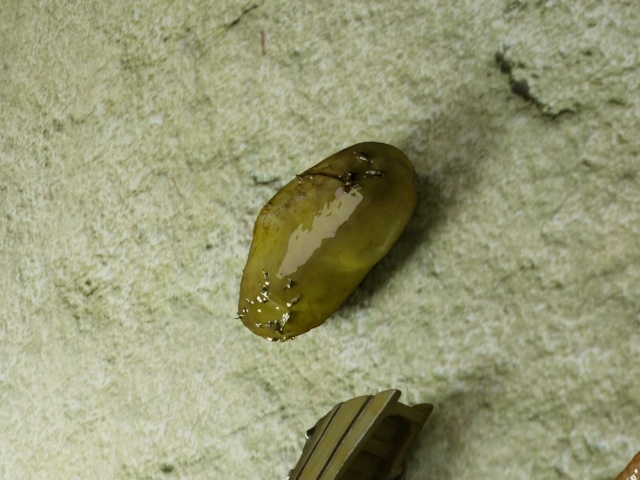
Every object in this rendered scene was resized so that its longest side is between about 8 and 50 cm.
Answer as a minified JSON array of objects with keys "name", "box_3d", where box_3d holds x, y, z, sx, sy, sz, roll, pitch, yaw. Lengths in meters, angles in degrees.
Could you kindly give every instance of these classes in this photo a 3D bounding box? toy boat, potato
[{"name":"toy boat","box_3d":[-0.003,0.371,2.060,0.162,0.136,0.445,25,90,48]},{"name":"potato","box_3d":[0.000,0.000,2.242,0.300,0.140,0.173,-49,47,19]}]

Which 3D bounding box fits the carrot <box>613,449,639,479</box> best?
[{"name":"carrot","box_3d":[0.335,0.237,1.786,0.205,0.072,0.072,-50,40,33]}]
